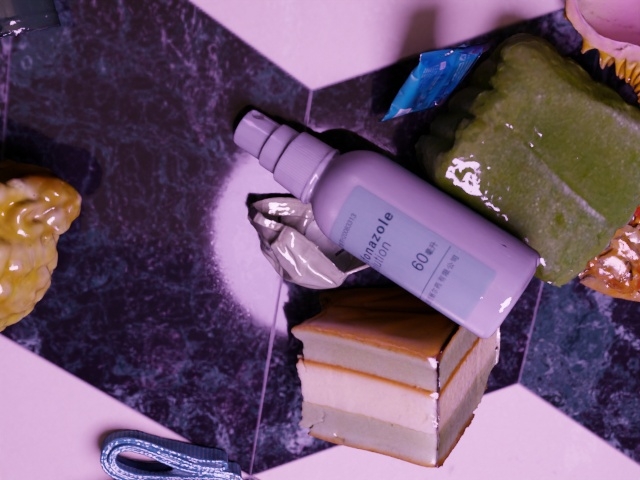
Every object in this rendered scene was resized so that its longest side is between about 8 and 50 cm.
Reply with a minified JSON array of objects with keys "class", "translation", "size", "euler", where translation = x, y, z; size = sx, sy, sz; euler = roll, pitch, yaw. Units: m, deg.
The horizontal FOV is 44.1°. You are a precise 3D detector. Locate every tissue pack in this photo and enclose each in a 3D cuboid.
[{"class":"tissue pack","translation":[0.122,-0.167,0.855],"size":[0.085,0.138,0.028],"euler":[-18,73,-21]}]

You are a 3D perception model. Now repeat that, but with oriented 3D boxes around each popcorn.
[{"class":"popcorn","translation":[-0.378,-0.012,0.806],"size":[0.251,0.206,0.237],"euler":[-35,92,-10]}]

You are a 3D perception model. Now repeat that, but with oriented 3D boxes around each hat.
[{"class":"hat","translation":[0.005,-0.004,0.930],"size":[0.166,0.081,0.122],"euler":[-18,67,-18]}]

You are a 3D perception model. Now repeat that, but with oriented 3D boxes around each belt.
[{"class":"belt","translation":[-0.189,0.296,0.980],"size":[0.179,0.065,0.100],"euler":[13,93,-10]}]

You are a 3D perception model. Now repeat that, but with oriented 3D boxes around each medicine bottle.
[{"class":"medicine bottle","translation":[0.059,-0.033,0.855],"size":[0.351,0.110,0.110],"euler":[33,99,11]}]

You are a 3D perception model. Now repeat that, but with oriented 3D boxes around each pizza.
[{"class":"pizza","translation":[0.418,-0.019,0.974],"size":[0.147,0.069,0.226],"euler":[33,99,-12]}]

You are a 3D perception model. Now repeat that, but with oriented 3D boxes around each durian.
[{"class":"durian","translation":[0.389,-0.253,0.866],"size":[0.195,0.185,0.305],"euler":[-9,89,-35]}]

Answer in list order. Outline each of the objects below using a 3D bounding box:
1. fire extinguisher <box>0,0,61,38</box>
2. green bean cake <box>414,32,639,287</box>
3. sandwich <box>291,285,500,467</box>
[{"class":"fire extinguisher","translation":[-0.343,-0.349,0.771],"size":[0.093,0.118,0.295],"euler":[-25,110,-37]},{"class":"green bean cake","translation":[0.247,-0.096,0.904],"size":[0.248,0.125,0.222],"euler":[38,95,-17]},{"class":"sandwich","translation":[0.089,0.136,0.955],"size":[0.198,0.227,0.155],"euler":[8,109,27]}]
